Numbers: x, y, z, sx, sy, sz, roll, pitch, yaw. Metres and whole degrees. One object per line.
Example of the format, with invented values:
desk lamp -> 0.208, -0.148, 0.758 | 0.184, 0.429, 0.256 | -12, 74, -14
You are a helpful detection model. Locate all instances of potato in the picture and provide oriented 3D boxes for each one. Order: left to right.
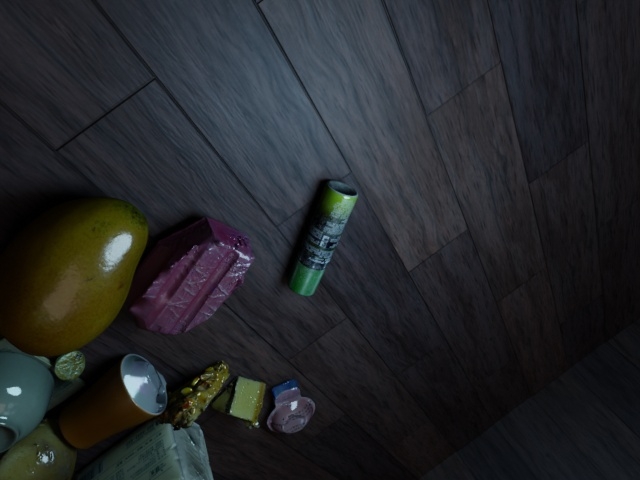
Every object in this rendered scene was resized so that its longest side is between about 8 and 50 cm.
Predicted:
potato -> -0.729, 0.618, 1.349 | 0.115, 0.299, 0.239 | 16, 119, 13

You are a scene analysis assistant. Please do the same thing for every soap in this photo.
soap -> -0.329, 0.096, 1.282 | 0.220, 0.127, 0.325 | 28, 109, -40

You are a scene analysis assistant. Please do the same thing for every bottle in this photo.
bottle -> 0.000, 0.000, 1.418 | 0.093, 0.093, 0.330 | 5, 121, -32

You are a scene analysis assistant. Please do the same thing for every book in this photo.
book -> -0.771, 0.361, 1.308 | 0.214, 0.025, 0.283 | -34, 135, 0

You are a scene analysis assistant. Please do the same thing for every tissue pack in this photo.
tissue pack -> -0.525, 0.741, 1.557 | 0.380, 0.297, 0.207 | -35, 132, 1

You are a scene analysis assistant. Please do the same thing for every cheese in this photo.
cheese -> -0.107, 0.596, 1.835 | 0.188, 0.074, 0.286 | -22, 129, -14

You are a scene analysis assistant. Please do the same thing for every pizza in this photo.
pizza -> -0.400, 0.465, 1.477 | 0.251, 0.288, 0.074 | -33, 95, 17

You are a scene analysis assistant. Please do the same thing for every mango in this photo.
mango -> -0.524, 0.067, 1.094 | 0.378, 0.221, 0.263 | -51, 128, 0

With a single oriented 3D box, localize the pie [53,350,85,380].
pie -> -0.645, 0.324, 1.337 | 0.085, 0.017, 0.085 | -24, 123, -43

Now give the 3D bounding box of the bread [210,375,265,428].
bread -> -0.259, 0.519, 1.698 | 0.147, 0.127, 0.152 | 37, 68, -41

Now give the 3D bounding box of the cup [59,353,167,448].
cup -> -0.550, 0.441, 1.418 | 0.263, 0.183, 0.226 | -33, 166, 6

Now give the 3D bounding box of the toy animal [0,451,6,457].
toy animal -> -0.926, 0.707, 1.404 | 0.265, 0.188, 0.308 | 1, 118, 7

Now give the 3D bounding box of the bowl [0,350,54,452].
bowl -> -0.785, 0.411, 1.221 | 0.288, 0.146, 0.290 | -15, 132, -17
